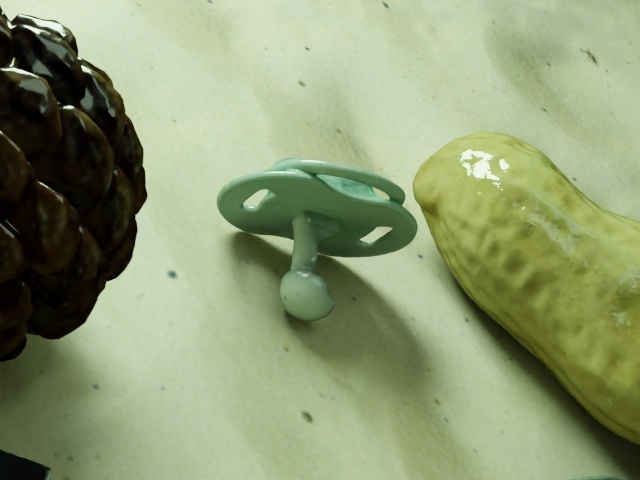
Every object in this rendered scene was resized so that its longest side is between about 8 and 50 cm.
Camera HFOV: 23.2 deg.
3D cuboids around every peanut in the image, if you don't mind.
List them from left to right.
[{"bbox_3d":[0.205,0.033,1.208,0.319,0.147,0.147,45,35,22],"label":"peanut"}]

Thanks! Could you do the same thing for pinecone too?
[{"bbox_3d":[-0.206,-0.037,0.886,0.224,0.224,0.272,39,22,9],"label":"pinecone"}]

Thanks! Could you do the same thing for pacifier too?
[{"bbox_3d":[0.000,0.000,1.116,0.150,0.127,0.116,22,59,-28],"label":"pacifier"}]

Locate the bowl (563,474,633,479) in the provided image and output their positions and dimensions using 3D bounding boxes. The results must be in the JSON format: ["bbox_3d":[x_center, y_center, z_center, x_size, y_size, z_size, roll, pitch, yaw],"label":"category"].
[{"bbox_3d":[0.161,0.292,0.812,0.307,0.163,0.307,22,35,-17],"label":"bowl"}]

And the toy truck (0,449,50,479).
[{"bbox_3d":[-0.178,0.153,0.746,0.259,0.121,0.088,23,34,-14],"label":"toy truck"}]
